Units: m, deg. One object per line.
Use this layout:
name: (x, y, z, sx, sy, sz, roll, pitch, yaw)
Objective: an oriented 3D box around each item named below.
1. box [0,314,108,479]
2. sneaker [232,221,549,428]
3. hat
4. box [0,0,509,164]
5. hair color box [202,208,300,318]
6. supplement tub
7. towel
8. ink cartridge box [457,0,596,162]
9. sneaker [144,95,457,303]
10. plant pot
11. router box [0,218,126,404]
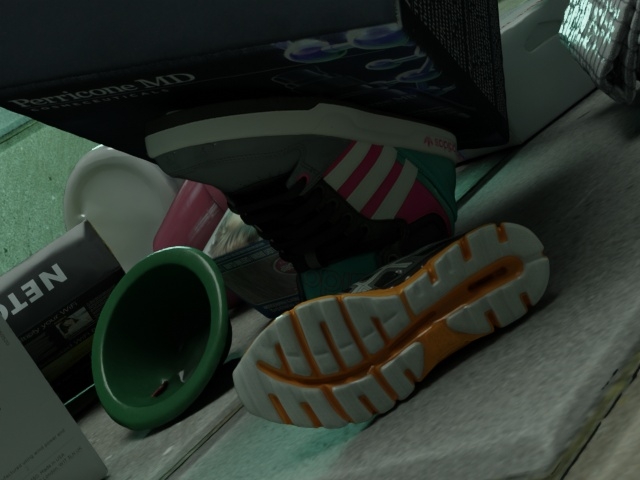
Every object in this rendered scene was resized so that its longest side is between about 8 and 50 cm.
box: (-0.313, 0.183, 1.023, 0.181, 0.181, 0.119, -40, 13, -37)
sneaker: (0.045, 0.056, 0.795, 0.215, 0.084, 0.083, -24, 6, -4)
hat: (-0.104, 0.112, 1.201, 0.173, 0.184, 0.208, -37, 48, 19)
box: (-0.036, -0.188, 0.936, 0.294, 0.211, 0.395, -6, -8, 18)
hair color box: (0.027, -0.098, 1.244, 0.174, 0.105, 0.347, -21, 37, 58)
supplement tub: (-0.182, -0.058, 1.715, 0.207, 0.207, 0.338, -28, -2, 30)
towel: (0.321, -0.267, 1.077, 0.235, 0.121, 0.283, -85, 9, -71)
ink cartridge box: (0.200, -0.187, 1.451, 0.201, 0.117, 0.278, -37, 10, -23)
sneaker: (0.000, 0.000, 0.884, 0.124, 0.178, 0.296, -12, -10, 43)
plant pot: (-0.091, -0.023, 1.414, 0.180, 0.201, 0.201, -47, 3, 23)
router box: (-0.357, 0.135, 1.448, 0.309, 0.081, 0.243, -35, -21, -12)
